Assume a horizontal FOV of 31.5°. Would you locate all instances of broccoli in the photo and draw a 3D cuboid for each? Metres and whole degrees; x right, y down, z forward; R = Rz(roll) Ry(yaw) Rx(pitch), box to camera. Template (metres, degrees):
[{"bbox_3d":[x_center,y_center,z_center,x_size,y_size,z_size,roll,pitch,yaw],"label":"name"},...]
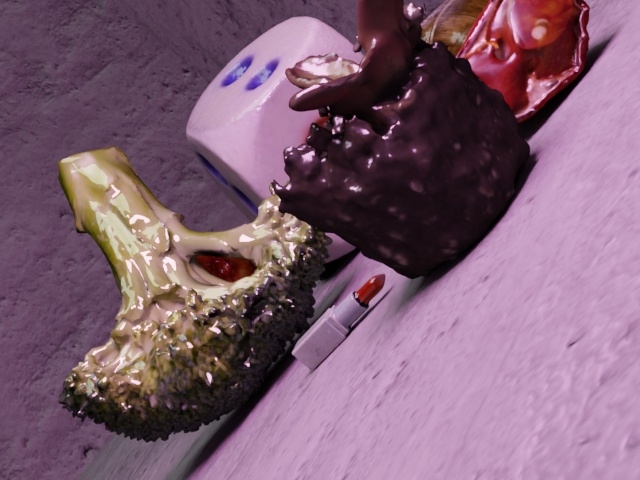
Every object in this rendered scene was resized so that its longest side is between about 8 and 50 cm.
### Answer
[{"bbox_3d":[-0.217,0.073,1.421,0.353,0.397,0.275,-58,-16,-34],"label":"broccoli"}]

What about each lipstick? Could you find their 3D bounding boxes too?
[{"bbox_3d":[0.023,0.077,1.156,0.129,0.030,0.030,-48,5,24],"label":"lipstick"}]

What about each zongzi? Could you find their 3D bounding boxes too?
[{"bbox_3d":[0.253,-0.289,1.468,0.286,0.134,0.288,-46,17,-10],"label":"zongzi"}]

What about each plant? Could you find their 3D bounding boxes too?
[{"bbox_3d":[0.059,-0.089,0.995,0.204,0.234,0.178,-36,19,49],"label":"plant"}]

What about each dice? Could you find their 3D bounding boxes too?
[{"bbox_3d":[-0.026,-0.140,1.608,0.243,0.259,0.251,-47,25,-9],"label":"dice"}]

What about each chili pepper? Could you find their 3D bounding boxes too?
[{"bbox_3d":[0.196,-0.170,1.191,0.252,0.136,0.144,83,-178,-83],"label":"chili pepper"}]

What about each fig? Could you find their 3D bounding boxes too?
[{"bbox_3d":[-0.167,0.116,1.898,0.190,0.191,0.290,-51,-12,-15],"label":"fig"}]

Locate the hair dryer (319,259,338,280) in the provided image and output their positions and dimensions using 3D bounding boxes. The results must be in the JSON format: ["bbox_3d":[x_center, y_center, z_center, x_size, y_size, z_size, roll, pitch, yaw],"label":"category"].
[{"bbox_3d":[0.000,0.000,1.743,0.197,0.089,0.251,-48,11,14],"label":"hair dryer"}]
